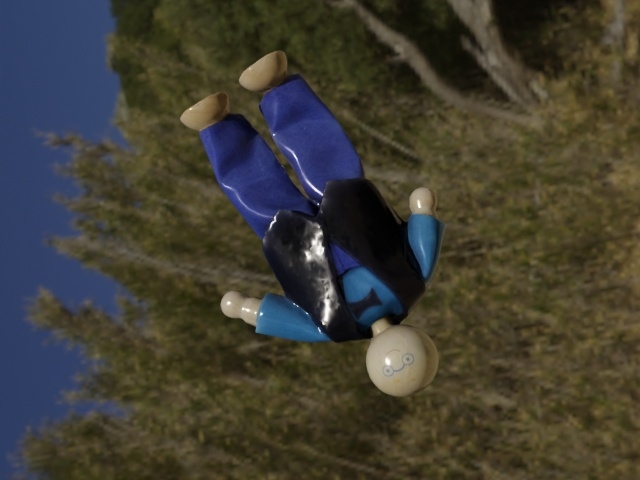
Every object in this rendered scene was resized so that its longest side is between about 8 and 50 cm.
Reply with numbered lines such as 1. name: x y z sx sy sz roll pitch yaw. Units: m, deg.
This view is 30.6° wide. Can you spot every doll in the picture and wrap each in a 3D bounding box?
1. doll: 0.000 0.000 0.617 0.189 0.129 0.046 57 -179 8
